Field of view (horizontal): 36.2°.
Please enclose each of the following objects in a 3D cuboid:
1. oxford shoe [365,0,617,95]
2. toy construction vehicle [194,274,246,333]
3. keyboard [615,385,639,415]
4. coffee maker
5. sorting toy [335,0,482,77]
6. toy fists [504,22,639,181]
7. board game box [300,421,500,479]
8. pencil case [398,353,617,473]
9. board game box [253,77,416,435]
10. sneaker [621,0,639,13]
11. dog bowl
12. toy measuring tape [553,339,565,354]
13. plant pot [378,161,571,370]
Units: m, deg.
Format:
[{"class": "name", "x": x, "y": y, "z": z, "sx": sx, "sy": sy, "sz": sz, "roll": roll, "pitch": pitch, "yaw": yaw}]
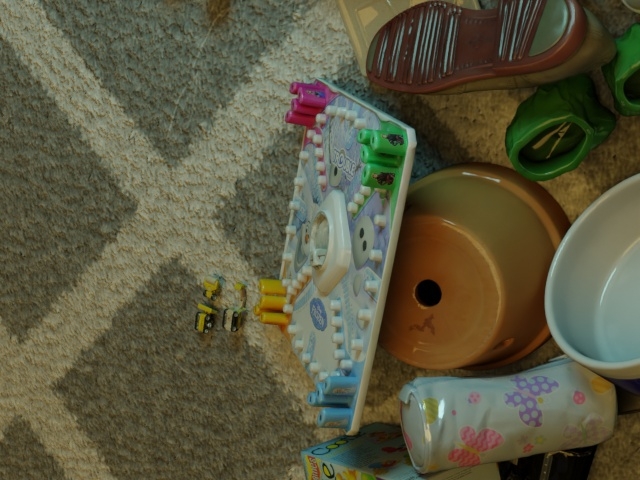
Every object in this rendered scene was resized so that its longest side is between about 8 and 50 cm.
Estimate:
[{"class": "oxford shoe", "x": 0.202, "y": -0.227, "z": 1.229, "sx": 0.348, "sy": 0.130, "sz": 0.122, "roll": 9, "pitch": 85, "yaw": 49}, {"class": "toy construction vehicle", "x": -0.159, "y": 0.108, "z": 1.585, "sx": 0.086, "sy": 0.035, "sz": 0.098, "roll": 16, "pitch": 104, "yaw": 35}, {"class": "keyboard", "x": 0.448, "y": 0.195, "z": 1.292, "sx": 0.180, "sy": 0.023, "sz": 0.108, "roll": -17, "pitch": 85, "yaw": 30}, {"class": "coffee maker", "x": 0.325, "y": 0.341, "z": 1.344, "sx": 0.171, "sy": 0.120, "sz": 0.178, "roll": 9, "pitch": 107, "yaw": 2}, {"class": "sorting toy", "x": 0.111, "y": -0.354, "z": 1.354, "sx": 0.193, "sy": 0.038, "sz": 0.208, "roll": -20, "pitch": 86, "yaw": 29}, {"class": "toy fists", "x": 0.351, "y": -0.178, "z": 1.205, "sx": 0.279, "sy": 0.142, "sz": 0.096, "roll": -34, "pitch": 112, "yaw": 29}, {"class": "board game box", "x": 0.112, "y": 0.359, "z": 1.363, "sx": 0.275, "sy": 0.144, "sz": 0.142, "roll": -2, "pitch": 101, "yaw": 59}, {"class": "pencil case", "x": 0.237, "y": 0.216, "z": 1.241, "sx": 0.273, "sy": 0.113, "sz": 0.124, "roll": -9, "pitch": 113, "yaw": -11}, {"class": "board game box", "x": 0.000, "y": 0.000, "z": 1.319, "sx": 0.050, "sy": 0.390, "sz": 0.389, "roll": 5, "pitch": 107, "yaw": -19}, {"class": "sneaker", "x": 0.460, "y": -0.365, "z": 1.110, "sx": 0.281, "sy": 0.115, "sz": 0.105, "roll": -31, "pitch": 62, "yaw": 23}, {"class": "dog bowl", "x": 0.400, "y": 0.050, "z": 1.153, "sx": 0.104, "sy": 0.264, "sz": 0.265, "roll": 32, "pitch": 121, "yaw": -29}, {"class": "toy measuring tape", "x": 0.443, "y": 0.134, "z": 1.213, "sx": 0.330, "sy": 0.121, "sz": 0.121, "roll": -19, "pitch": 91, "yaw": 36}, {"class": "plant pot", "x": 0.178, "y": 0.048, "z": 1.299, "sx": 0.291, "sy": 0.203, "sz": 0.290, "roll": 5, "pitch": 101, "yaw": 26}]
